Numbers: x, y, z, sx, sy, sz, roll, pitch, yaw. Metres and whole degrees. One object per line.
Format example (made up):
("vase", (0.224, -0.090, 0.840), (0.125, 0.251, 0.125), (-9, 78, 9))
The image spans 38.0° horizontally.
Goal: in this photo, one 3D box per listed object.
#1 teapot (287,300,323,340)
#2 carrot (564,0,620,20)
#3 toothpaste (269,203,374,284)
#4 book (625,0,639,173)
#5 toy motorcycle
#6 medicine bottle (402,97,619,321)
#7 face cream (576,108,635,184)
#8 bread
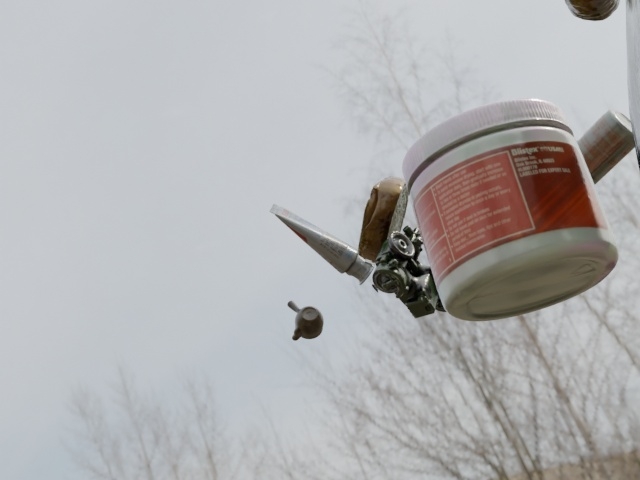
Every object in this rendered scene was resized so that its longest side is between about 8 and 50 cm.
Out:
("teapot", (-0.047, 0.180, 2.159), (0.085, 0.110, 0.080), (-32, -28, -23))
("carrot", (0.456, -0.479, 1.618), (0.114, 0.114, 0.302), (-31, -19, 16))
("toothpaste", (0.000, 0.000, 1.837), (0.057, 0.234, 0.089), (-52, 5, 11))
("book", (0.405, -0.216, 1.170), (0.018, 0.228, 0.322), (-5, -46, 15))
("toy motorcycle", (0.232, 0.087, 2.163), (0.127, 0.275, 0.205), (-32, 18, 34))
("medicine bottle", (0.265, -0.036, 1.316), (0.253, 0.240, 0.252), (-13, -21, -5))
("face cream", (0.601, -0.176, 2.093), (0.101, 0.101, 0.251), (6, -46, -47))
("bread", (0.157, -0.051, 2.279), (0.070, 0.236, 0.236), (17, -21, 13))
